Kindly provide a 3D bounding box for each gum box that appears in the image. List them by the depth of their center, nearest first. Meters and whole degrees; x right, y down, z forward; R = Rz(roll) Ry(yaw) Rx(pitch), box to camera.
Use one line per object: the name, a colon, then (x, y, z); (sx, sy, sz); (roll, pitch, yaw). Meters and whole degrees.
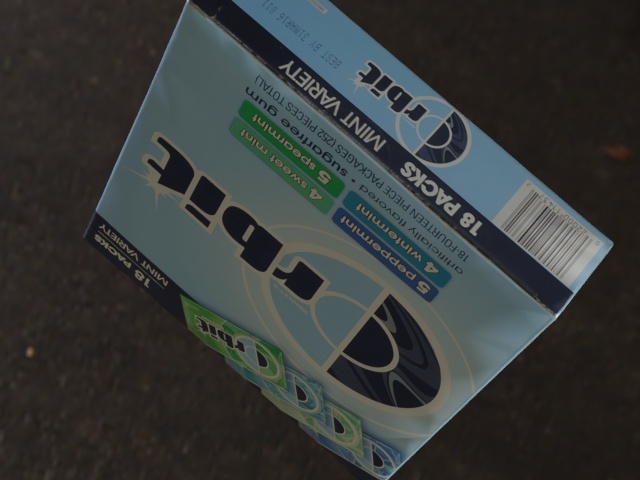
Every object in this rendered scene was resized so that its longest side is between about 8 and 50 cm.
gum box: (0.000, 0.000, 0.696); (0.157, 0.184, 0.041); (40, 59, 4)
